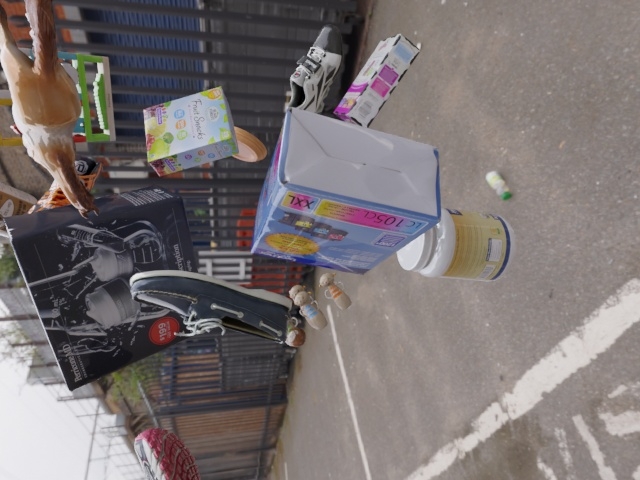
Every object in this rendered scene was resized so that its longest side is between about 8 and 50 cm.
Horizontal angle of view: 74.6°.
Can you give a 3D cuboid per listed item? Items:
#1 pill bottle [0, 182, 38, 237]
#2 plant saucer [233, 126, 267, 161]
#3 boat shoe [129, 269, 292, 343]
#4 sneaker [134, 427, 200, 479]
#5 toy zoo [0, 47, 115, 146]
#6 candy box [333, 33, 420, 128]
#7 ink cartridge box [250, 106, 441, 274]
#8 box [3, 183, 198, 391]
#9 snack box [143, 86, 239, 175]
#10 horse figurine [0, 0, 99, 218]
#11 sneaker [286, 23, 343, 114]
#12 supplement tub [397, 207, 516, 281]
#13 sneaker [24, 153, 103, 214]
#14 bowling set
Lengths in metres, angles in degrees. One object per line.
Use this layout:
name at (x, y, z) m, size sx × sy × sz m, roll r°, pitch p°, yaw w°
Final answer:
pill bottle at (-0.845, -0.078, 1.134) m, size 0.229 × 0.131 × 0.131 m, roll 45°, pitch -144°, yaw -67°
plant saucer at (-0.290, -0.338, 1.503) m, size 0.200 × 0.200 × 0.037 m, roll 131°, pitch 161°, yaw -73°
boat shoe at (-0.163, 0.108, 0.647) m, size 0.095 × 0.255 × 0.079 m, roll -29°, pitch 50°, yaw 49°
sneaker at (-0.277, 0.497, 0.774) m, size 0.121 × 0.112 × 0.299 m, roll 134°, pitch 114°, yaw -87°
toy zoo at (-0.590, -0.300, 0.887) m, size 0.030 × 0.293 × 0.192 m, roll 19°, pitch 116°, yaw 34°
candy box at (0.142, -0.413, 1.109) m, size 0.233 × 0.071 × 0.159 m, roll -56°, pitch 20°, yaw 11°
ink cartridge box at (0.018, -0.053, 0.825) m, size 0.395 × 0.270 × 0.151 m, roll 131°, pitch 149°, yaw -66°
box at (-0.448, 0.086, 0.922) m, size 0.179 × 0.313 × 0.343 m, roll 24°, pitch 126°, yaw 47°
snack box at (-0.321, -0.272, 1.041) m, size 0.070 × 0.207 × 0.174 m, roll 76°, pitch 178°, yaw -64°
horse figurine at (-0.300, -0.155, 0.456) m, size 0.174 × 0.066 × 0.263 m, roll 61°, pitch 143°, yaw 15°
sneaker at (-0.027, -0.587, 1.471) m, size 0.122 × 0.146 × 0.330 m, roll 34°, pitch 118°, yaw 30°
supplement tub at (0.429, 0.012, 1.355) m, size 0.228 × 0.316 × 0.228 m, roll -175°, pitch 90°, yaw -75°
sneaker at (-0.620, -0.120, 1.016) m, size 0.180 × 0.125 × 0.321 m, roll -59°, pitch 34°, yaw 16°
bowling set at (-0.061, 0.215, 1.262) m, size 0.154 × 0.287 × 0.200 m, roll 53°, pitch -166°, yaw 5°
